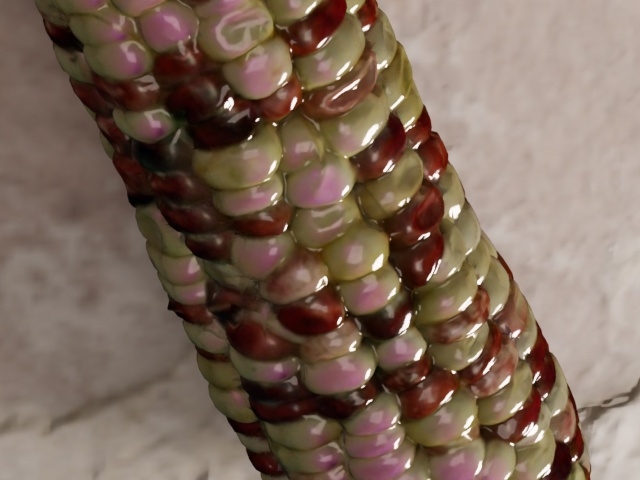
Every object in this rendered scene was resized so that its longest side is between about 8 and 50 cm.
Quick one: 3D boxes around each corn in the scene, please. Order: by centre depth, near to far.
[{"bbox_3d":[0.000,0.000,0.521,0.092,0.092,0.280,-29,122,-5],"label":"corn"}]
